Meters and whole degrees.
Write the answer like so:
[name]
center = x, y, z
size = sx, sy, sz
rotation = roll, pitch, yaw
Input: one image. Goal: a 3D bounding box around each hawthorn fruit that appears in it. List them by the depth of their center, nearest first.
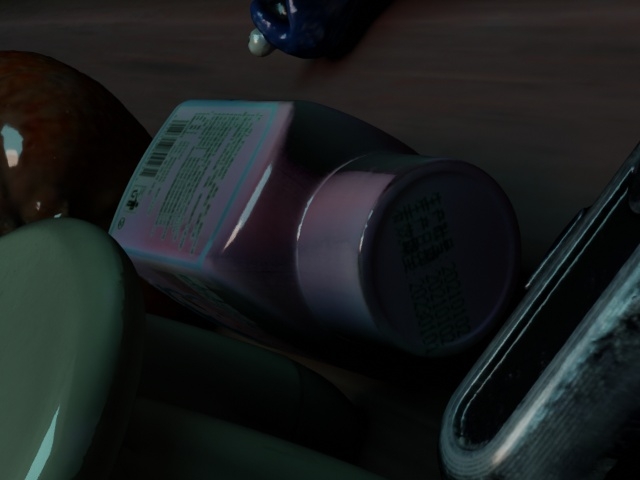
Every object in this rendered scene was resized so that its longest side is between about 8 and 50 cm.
[hawthorn fruit]
center = -0.184, -0.005, 0.842
size = 0.210, 0.210, 0.262
rotation = -56, 12, -3

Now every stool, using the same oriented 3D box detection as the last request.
[stool]
center = -0.069, 0.117, 0.539
size = 0.195, 0.198, 0.195
rotation = -56, 29, 2

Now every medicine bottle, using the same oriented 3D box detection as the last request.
[medicine bottle]
center = 0.000, 0.000, 0.633
size = 0.188, 0.119, 0.094
rotation = 10, 70, 58

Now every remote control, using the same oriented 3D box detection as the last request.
[remote control]
center = 0.122, -0.008, 0.476
size = 0.266, 0.066, 0.090
rotation = -59, 41, 13

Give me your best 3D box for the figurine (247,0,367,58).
[figurine]
center = 0.042, -0.209, 0.807
size = 0.262, 0.120, 0.164
rotation = -54, 18, 37
